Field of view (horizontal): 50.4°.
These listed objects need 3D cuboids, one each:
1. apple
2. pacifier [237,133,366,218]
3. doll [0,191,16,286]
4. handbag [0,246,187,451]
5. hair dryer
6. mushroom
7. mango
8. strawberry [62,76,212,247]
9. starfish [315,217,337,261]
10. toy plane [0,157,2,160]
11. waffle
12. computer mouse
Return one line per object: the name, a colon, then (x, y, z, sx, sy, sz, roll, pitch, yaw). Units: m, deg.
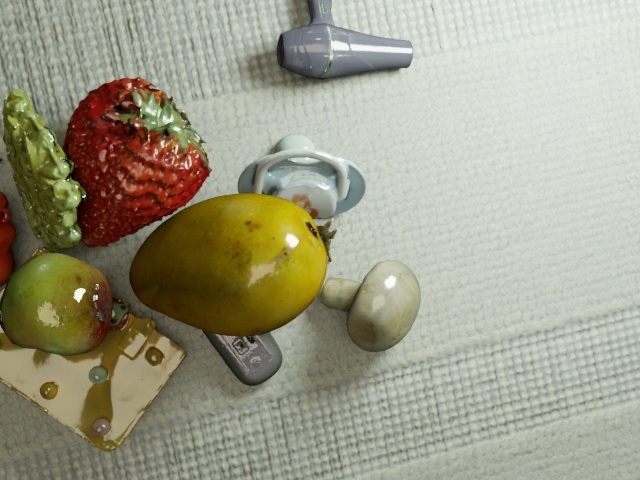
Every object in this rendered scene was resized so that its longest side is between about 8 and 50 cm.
apple: (-0.504, 0.123, 1.315, 0.207, 0.174, 0.188, 17, 77, -26)
pacifier: (-0.040, -0.156, 1.482, 0.279, 0.227, 0.207, 1, 50, -8)
doll: (-0.710, 0.035, 1.398, 0.161, 0.130, 0.290, 34, 101, 18)
handbag: (-0.514, 0.224, 1.434, 0.401, 0.133, 0.283, 38, 78, -4)
hair dryer: (0.047, -0.538, 1.516, 0.301, 0.121, 0.361, -4, 86, -16)
mushroom: (0.122, 0.141, 1.499, 0.206, 0.209, 0.206, -4, 97, -35)
mango: (-0.194, 0.047, 1.364, 0.445, 0.232, 0.300, -5, 55, 31)
strawberry: (-0.406, -0.146, 1.399, 0.351, 0.267, 0.312, -47, 67, 24)
starfish: (0.000, -0.004, 1.524, 0.133, 0.130, 0.041, -2, 50, 29)
toy plane: (-0.783, -0.153, 1.432, 0.197, 0.053, 0.078, 8, 81, -8)
waffle: (-0.560, -0.128, 1.341, 0.073, 0.297, 0.317, -26, 85, -34)
computer mouse: (-0.181, 0.213, 1.506, 0.120, 0.057, 0.232, -37, 97, -6)
